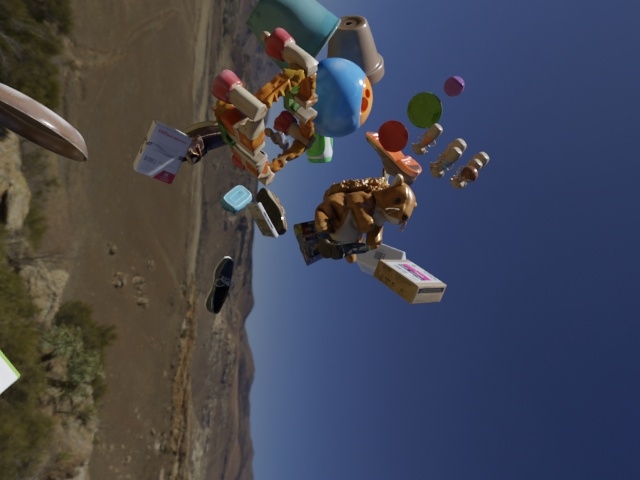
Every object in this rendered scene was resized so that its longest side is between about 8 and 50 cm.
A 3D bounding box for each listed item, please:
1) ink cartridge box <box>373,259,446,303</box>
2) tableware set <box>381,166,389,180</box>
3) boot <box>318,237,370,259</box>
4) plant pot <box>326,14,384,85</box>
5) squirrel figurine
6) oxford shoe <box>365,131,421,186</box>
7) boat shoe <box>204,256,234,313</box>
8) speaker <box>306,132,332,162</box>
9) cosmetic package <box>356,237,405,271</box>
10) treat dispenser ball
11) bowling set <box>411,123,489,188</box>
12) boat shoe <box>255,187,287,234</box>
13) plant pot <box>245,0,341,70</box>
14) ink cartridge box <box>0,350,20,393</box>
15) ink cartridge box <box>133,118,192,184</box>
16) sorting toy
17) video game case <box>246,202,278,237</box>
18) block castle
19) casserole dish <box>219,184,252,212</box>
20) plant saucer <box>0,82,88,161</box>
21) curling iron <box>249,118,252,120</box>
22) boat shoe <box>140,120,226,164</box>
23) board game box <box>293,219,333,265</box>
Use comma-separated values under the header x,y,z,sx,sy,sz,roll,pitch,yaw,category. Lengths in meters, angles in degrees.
x,y,z,sx,sy,sz,roll,pitch,yaw,category
0.370,0.167,1.863,0.234,0.193,0.088,36,-64,44,ink cartridge box
0.320,-0.318,2.345,0.128,0.039,0.194,62,45,-64,tableware set
0.084,0.028,1.702,0.198,0.137,0.077,-149,-125,-61,boot
0.130,-0.786,1.853,0.229,0.263,0.263,78,6,-48,plant pot
0.199,-0.155,1.849,0.370,0.281,0.397,-27,-143,20,squirrel figurine
0.336,-0.407,2.235,0.364,0.130,0.133,51,-43,27,oxford shoe
-0.434,0.197,1.967,0.079,0.095,0.255,16,-100,46,boat shoe
-0.013,-0.515,2.071,0.131,0.131,0.297,-113,-162,-68,speaker
0.325,0.116,2.361,0.138,0.224,0.225,-65,159,-11,cosmetic package
0.053,-0.536,1.691,0.288,0.288,0.288,-173,-90,-79,treat dispenser ball
0.448,-0.248,1.542,0.154,0.287,0.200,-49,-157,39,bowling set
-0.249,-0.165,2.496,0.122,0.120,0.324,-42,-126,24,boat shoe
-0.112,-0.749,1.570,0.272,0.255,0.272,-47,-160,22,plant pot
-0.848,0.318,1.020,0.189,0.097,0.255,59,1,-12,ink cartridge box
-0.455,-0.255,1.289,0.150,0.109,0.063,-59,-144,12,ink cartridge box
0.381,-0.473,1.668,0.365,0.127,0.126,-37,180,33,sorting toy
-0.283,-0.099,2.161,0.183,0.023,0.201,63,-20,-15,video game case
-0.178,-0.409,1.438,0.303,0.213,0.453,-46,167,-17,block castle
-0.423,-0.215,2.262,0.188,0.114,0.037,-48,175,-41,casserole dish
-0.713,-0.296,1.093,0.310,0.310,0.050,140,-26,-74,plant saucer
-0.292,-0.505,2.073,0.274,0.035,0.068,-115,-169,-89,curling iron
-0.447,-0.314,1.549,0.123,0.341,0.123,85,-9,-71,boat shoe
0.000,0.000,1.984,0.060,0.194,0.194,107,-35,-51,board game box
